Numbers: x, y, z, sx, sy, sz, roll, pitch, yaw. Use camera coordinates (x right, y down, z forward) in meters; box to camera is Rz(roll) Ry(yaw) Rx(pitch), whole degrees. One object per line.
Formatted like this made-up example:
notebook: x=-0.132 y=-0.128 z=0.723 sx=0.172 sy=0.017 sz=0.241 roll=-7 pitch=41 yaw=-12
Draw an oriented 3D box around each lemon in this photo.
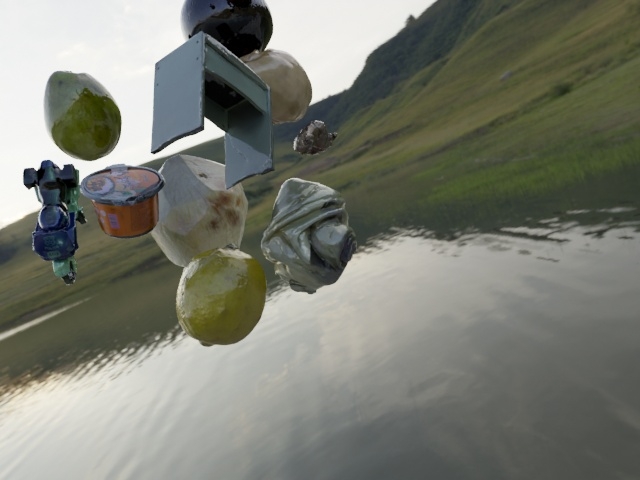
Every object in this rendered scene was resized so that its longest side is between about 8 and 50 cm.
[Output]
lemon: x=-0.282 y=0.161 z=1.284 sx=0.283 sy=0.261 sz=0.261 roll=-56 pitch=17 yaw=-16

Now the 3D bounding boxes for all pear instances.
pear: x=-0.832 y=-0.434 z=1.570 sx=0.253 sy=0.306 sz=0.252 roll=-1 pitch=23 yaw=1

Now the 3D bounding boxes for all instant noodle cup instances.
instant noodle cup: x=-0.451 y=-0.083 z=1.049 sx=0.178 sy=0.125 sz=0.208 roll=-2 pitch=33 yaw=-12

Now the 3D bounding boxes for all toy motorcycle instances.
toy motorcycle: x=-0.695 y=-0.053 z=1.186 sx=0.125 sy=0.330 sz=0.196 roll=-10 pitch=-17 yaw=-19

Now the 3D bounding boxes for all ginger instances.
ginger: x=-0.022 y=-0.310 z=1.385 sx=0.122 sy=0.084 sz=0.290 roll=-23 pitch=4 yaw=13

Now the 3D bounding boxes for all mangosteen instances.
mangosteen: x=-0.306 y=-0.697 z=1.410 sx=0.297 sy=0.313 sz=0.296 roll=-26 pitch=26 yaw=14

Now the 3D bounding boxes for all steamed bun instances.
steamed bun: x=0.000 y=0.000 z=1.436 sx=0.238 sy=0.393 sz=0.347 roll=14 pitch=32 yaw=35

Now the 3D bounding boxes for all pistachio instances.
pistachio: x=-0.152 y=-0.476 z=1.402 sx=0.230 sy=0.229 sz=0.309 roll=-21 pitch=-16 yaw=15

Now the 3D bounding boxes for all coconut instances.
coconut: x=-0.435 y=-0.107 z=1.580 sx=0.345 sy=0.414 sz=0.415 roll=-17 pitch=7 yaw=-2

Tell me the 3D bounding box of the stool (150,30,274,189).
stool: x=-0.255 y=-0.303 z=1.094 sx=0.171 sy=0.269 sz=0.244 roll=-17 pitch=-25 yaw=30
